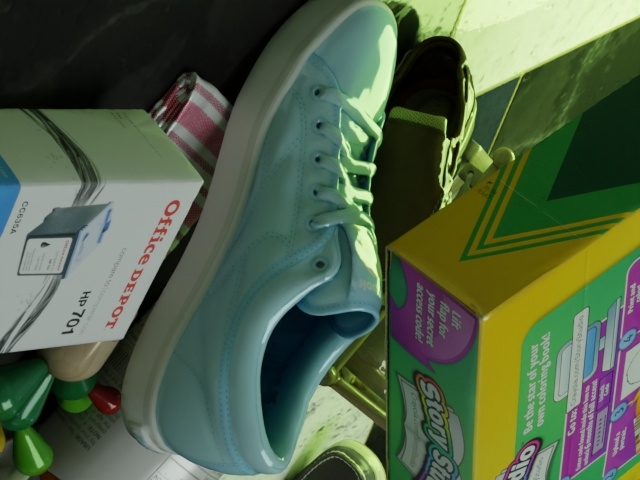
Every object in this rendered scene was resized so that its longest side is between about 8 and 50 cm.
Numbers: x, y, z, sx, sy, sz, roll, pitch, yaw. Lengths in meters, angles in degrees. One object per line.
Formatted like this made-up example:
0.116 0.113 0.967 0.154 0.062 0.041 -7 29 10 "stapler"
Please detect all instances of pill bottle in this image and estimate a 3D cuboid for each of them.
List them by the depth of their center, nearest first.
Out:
-0.150 0.167 1.469 0.229 0.131 0.131 -47 157 -3 "pill bottle"

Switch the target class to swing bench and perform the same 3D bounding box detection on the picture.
0.115 0.053 1.692 0.253 0.165 0.254 -50 -170 0 "swing bench"

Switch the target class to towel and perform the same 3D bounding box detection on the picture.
-0.124 -0.021 1.354 0.197 0.029 0.144 -49 158 1 "towel"

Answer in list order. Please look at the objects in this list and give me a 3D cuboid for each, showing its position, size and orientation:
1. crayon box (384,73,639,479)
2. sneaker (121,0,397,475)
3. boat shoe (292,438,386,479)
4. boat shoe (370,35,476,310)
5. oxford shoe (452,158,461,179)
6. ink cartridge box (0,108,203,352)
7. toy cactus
0.194 0.072 1.440 0.313 0.106 0.363 -32 143 -25 "crayon box"
0.000 0.000 1.347 0.135 0.150 0.366 29 82 -57 "sneaker"
-0.033 0.327 1.971 0.285 0.103 0.092 -53 162 26 "boat shoe"
0.063 -0.063 1.468 0.095 0.095 0.257 94 10 -46 "boat shoe"
0.035 -0.039 1.583 0.212 0.076 0.076 -35 -176 -36 "oxford shoe"
-0.187 -0.006 1.172 0.190 0.082 0.139 -3 131 -45 "ink cartridge box"
-0.194 0.106 1.312 0.180 0.112 0.219 -45 157 20 "toy cactus"
